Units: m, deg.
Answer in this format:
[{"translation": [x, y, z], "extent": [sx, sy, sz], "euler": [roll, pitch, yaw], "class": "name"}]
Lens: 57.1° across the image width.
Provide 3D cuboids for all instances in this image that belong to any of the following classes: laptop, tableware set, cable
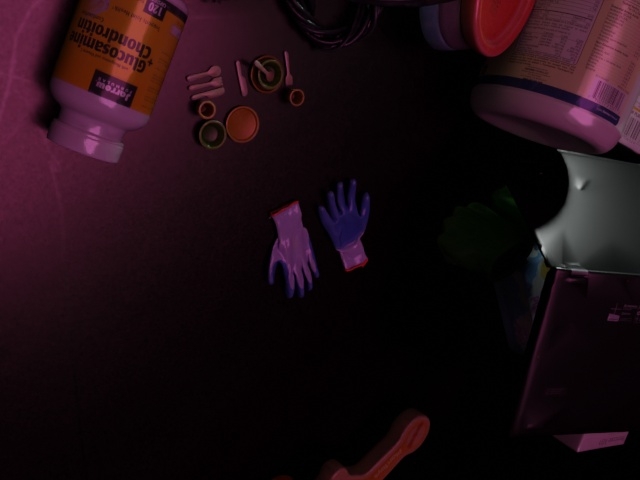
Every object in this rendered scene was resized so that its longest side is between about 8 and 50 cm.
[{"translation": [0.442, 0.074, 0.962], "extent": [0.382, 0.236, 0.407], "euler": [5, 105, -20], "class": "laptop"}, {"translation": [-0.091, -0.177, 0.753], "extent": [0.154, 0.024, 0.104], "euler": [-23, 120, -27], "class": "tableware set"}, {"translation": [0.019, -0.337, 0.751], "extent": [0.151, 0.047, 0.184], "euler": [2, 108, -36], "class": "cable"}]

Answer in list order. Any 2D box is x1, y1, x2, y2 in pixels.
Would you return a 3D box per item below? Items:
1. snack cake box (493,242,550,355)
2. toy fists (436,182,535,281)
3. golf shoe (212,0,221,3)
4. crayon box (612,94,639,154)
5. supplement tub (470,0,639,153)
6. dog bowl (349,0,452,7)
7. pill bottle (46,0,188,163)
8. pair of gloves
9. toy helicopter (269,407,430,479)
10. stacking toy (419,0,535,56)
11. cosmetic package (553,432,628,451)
[{"translation": [0.447, 0.107, 1.206], "extent": [0.152, 0.089, 0.264], "euler": [-38, 126, -19], "class": "snack cake box"}, {"translation": [0.331, -0.025, 1.040], "extent": [0.279, 0.142, 0.096], "euler": [-26, 136, -24], "class": "toy fists"}, {"translation": [-0.158, -0.338, 0.618], "extent": [0.198, 0.077, 0.093], "euler": [20, 85, -45], "class": "golf shoe"}, {"translation": [0.563, -0.347, 1.084], "extent": [0.203, 0.083, 0.322], "euler": [18, 98, -26], "class": "crayon box"}, {"translation": [0.393, -0.319, 0.900], "extent": [0.235, 0.235, 0.324], "euler": [15, 99, -38], "class": "supplement tub"}, {"translation": [0.084, -0.433, 0.519], "extent": [0.408, 0.408, 0.150], "euler": [-63, 163, 2], "class": "dog bowl"}, {"translation": [-0.216, -0.179, 0.613], "extent": [0.103, 0.103, 0.184], "euler": [18, 97, -38], "class": "pill bottle"}, {"translation": [0.000, 0.000, 0.890], "extent": [0.198, 0.023, 0.159], "euler": [-26, 121, -25], "class": "pair of gloves"}, {"translation": [0.072, 0.448, 1.052], "extent": [0.355, 0.140, 0.235], "euler": [-39, 128, -19], "class": "toy helicopter"}, {"translation": [0.180, -0.411, 0.750], "extent": [0.309, 0.130, 0.279], "euler": [34, 82, -51], "class": "stacking toy"}, {"translation": [0.563, 0.217, 1.177], "extent": [0.197, 0.155, 0.365], "euler": [8, 103, -38], "class": "cosmetic package"}]
